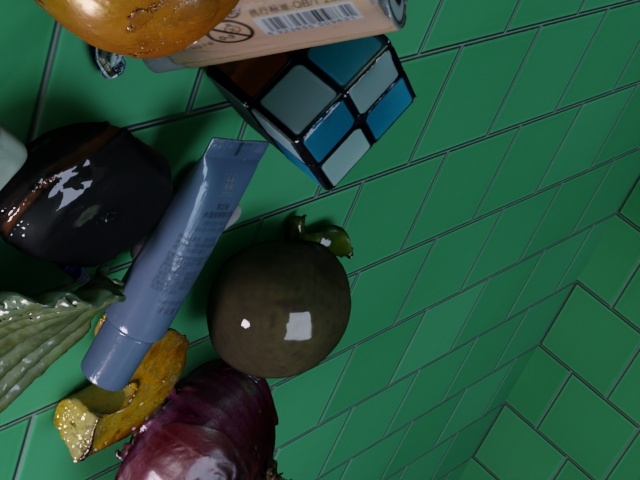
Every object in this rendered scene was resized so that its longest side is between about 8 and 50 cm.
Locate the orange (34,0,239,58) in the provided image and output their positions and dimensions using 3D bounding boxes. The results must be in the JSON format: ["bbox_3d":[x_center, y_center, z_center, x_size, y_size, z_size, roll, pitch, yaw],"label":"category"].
[{"bbox_3d":[-0.172,-0.286,1.115,0.240,0.240,0.240,-38,154,-23],"label":"orange"}]

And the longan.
[{"bbox_3d":[-0.061,0.099,1.903,0.246,0.215,0.246,-51,-178,2],"label":"longan"}]

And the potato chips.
[{"bbox_3d":[-0.398,0.143,1.476,0.389,0.097,0.373,-42,162,32],"label":"potato chips"}]

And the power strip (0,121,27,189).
[{"bbox_3d":[-0.460,0.019,1.254,0.385,0.091,0.062,-48,153,-3],"label":"power strip"}]

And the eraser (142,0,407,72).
[{"bbox_3d":[-0.069,-0.251,1.305,0.171,0.290,0.087,36,50,-64],"label":"eraser"}]

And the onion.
[{"bbox_3d":[-0.176,0.368,2.007,0.348,0.285,0.347,-58,169,-17],"label":"onion"}]

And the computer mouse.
[{"bbox_3d":[-0.274,-0.058,1.415,0.183,0.116,0.323,-39,170,2],"label":"computer mouse"}]

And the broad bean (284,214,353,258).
[{"bbox_3d":[0.000,0.000,2.047,0.070,0.048,0.213,-52,153,9],"label":"broad bean"}]

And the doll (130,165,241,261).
[{"bbox_3d":[-0.191,-0.023,1.682,0.160,0.059,0.161,-48,156,-5],"label":"doll"}]

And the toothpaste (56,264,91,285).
[{"bbox_3d":[-0.320,0.041,1.614,0.024,0.015,0.083,-52,152,-13],"label":"toothpaste"}]

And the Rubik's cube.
[{"bbox_3d":[-0.010,-0.201,1.580,0.183,0.180,0.167,-50,157,-3],"label":"Rubik's cube"}]

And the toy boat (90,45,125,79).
[{"bbox_3d":[-0.234,-0.208,1.367,0.038,0.038,0.083,-41,156,-17],"label":"toy boat"}]

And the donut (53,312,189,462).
[{"bbox_3d":[-0.279,0.201,1.808,0.152,0.101,0.259,-9,133,-56],"label":"donut"}]

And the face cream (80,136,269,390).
[{"bbox_3d":[-0.195,0.028,1.602,0.385,0.086,0.135,-58,157,17],"label":"face cream"}]
